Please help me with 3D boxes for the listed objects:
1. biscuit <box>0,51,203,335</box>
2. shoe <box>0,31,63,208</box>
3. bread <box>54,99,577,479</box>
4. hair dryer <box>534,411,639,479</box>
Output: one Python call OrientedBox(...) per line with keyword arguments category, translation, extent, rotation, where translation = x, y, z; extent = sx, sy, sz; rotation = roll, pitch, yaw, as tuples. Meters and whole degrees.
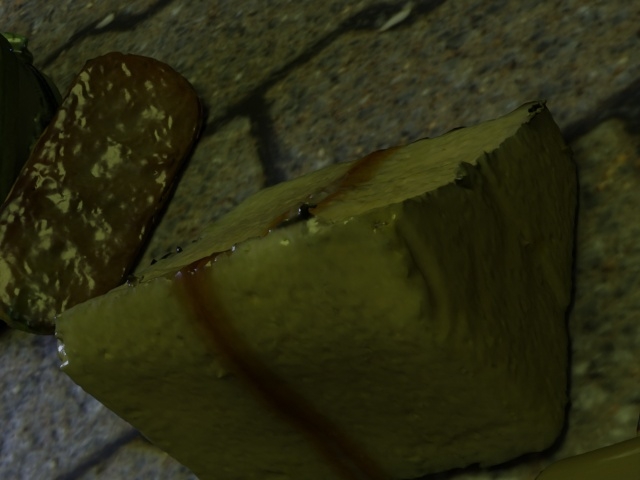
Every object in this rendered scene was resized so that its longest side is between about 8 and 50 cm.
OrientedBox(category="biscuit", translation=(-0.179, -0.038, 1.251), extent=(0.118, 0.029, 0.247), rotation=(23, 70, 8))
OrientedBox(category="shoe", translation=(-0.273, -0.045, 1.313), extent=(0.140, 0.128, 0.262), rotation=(1, 88, 44))
OrientedBox(category="bread", translation=(0.000, 0.000, 0.962), extent=(0.263, 0.198, 0.236), rotation=(-16, 41, 33))
OrientedBox(category="hair dryer", translation=(0.193, 0.058, 0.794), extent=(0.135, 0.090, 0.279), rotation=(-30, 31, 43))
